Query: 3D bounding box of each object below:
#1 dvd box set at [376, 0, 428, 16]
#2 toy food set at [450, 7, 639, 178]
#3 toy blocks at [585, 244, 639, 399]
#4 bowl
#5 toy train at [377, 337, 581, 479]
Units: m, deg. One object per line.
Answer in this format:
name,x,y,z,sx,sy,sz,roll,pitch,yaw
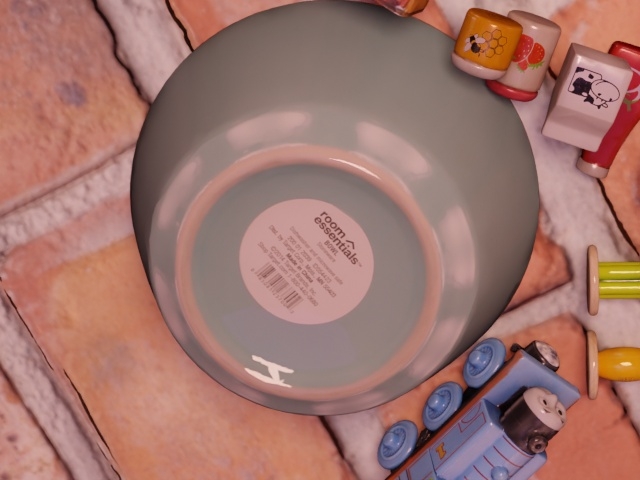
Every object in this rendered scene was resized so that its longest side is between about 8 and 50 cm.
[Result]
dvd box set,0.030,-0.397,0.899,0.307,0.062,0.420,32,111,5
toy food set,0.193,-0.078,0.991,0.232,0.111,0.104,18,110,-3
toy blocks,0.271,0.060,1.062,0.148,0.054,0.123,0,110,7
bowl,0.000,0.000,1.016,0.311,0.163,0.311,2,111,6
toy train,0.115,0.156,1.080,0.080,0.105,0.184,34,112,-25
